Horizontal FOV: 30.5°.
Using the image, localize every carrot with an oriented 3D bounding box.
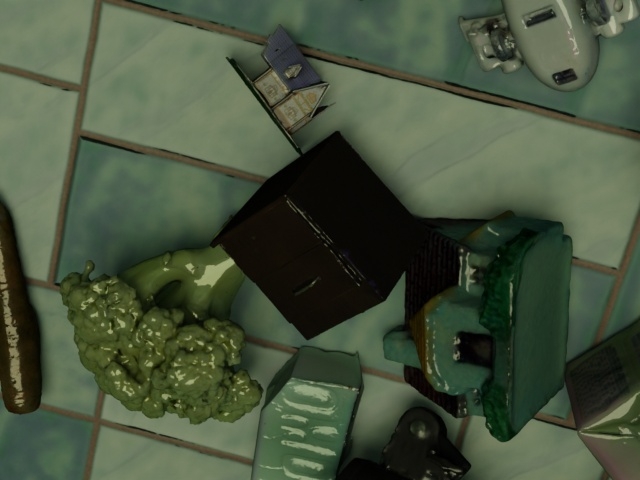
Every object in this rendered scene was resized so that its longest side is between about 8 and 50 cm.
[{"bbox_3d":[-0.461,0.094,1.748,0.070,0.070,0.342,-3,102,7],"label":"carrot"}]

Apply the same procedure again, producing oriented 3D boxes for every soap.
[{"bbox_3d":[0.449,0.220,1.614,0.182,0.199,0.138,-34,105,15],"label":"soap"},{"bbox_3d":[-0.018,0.276,1.743,0.145,0.091,0.230,10,110,3],"label":"soap"}]

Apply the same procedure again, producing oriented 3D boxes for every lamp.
[{"bbox_3d":[0.114,0.450,1.671,0.272,0.205,0.374,40,91,24],"label":"lamp"}]

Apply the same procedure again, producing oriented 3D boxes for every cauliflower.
[{"bbox_3d":[-0.201,0.120,1.623,0.327,0.260,0.281,28,115,-26],"label":"cauliflower"}]

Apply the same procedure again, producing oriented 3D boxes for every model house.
[{"bbox_3d":[0.191,0.097,1.614,0.249,0.230,0.280,9,109,29],"label":"model house"},{"bbox_3d":[-0.043,-0.207,1.586,0.088,0.117,0.167,-37,100,0],"label":"model house"}]

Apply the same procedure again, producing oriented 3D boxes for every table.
[{"bbox_3d":[0.000,0.000,1.576,0.193,0.172,0.169,48,135,-11],"label":"table"}]

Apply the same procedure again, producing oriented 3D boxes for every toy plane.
[{"bbox_3d":[0.289,-0.308,1.506,0.245,0.117,0.244,10,120,18],"label":"toy plane"}]
